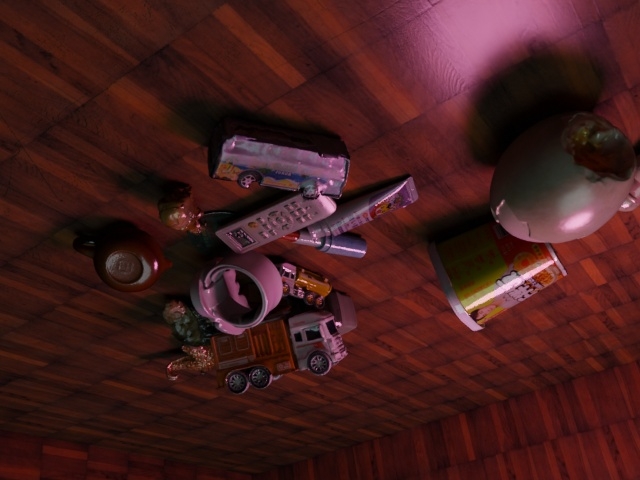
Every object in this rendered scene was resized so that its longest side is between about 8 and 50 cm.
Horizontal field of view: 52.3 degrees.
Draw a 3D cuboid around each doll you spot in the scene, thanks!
[{"bbox_3d":[0.845,-0.162,1.682,0.155,0.113,0.275,21,139,-33],"label":"doll"}]

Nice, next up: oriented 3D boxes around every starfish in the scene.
[{"bbox_3d":[-0.392,0.431,2.356,0.303,0.113,0.312,10,141,-26],"label":"starfish"}]

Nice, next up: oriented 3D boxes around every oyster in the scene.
[{"bbox_3d":[-0.373,0.282,2.073,0.295,0.094,0.166,20,132,-19],"label":"oyster"}]

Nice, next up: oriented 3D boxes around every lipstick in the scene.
[{"bbox_3d":[0.000,0.000,1.794,0.274,0.061,0.068,11,167,-30],"label":"lipstick"}]

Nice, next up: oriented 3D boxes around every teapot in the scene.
[{"bbox_3d":[-0.514,0.038,1.699,0.252,0.135,0.178,18,108,-7],"label":"teapot"}]

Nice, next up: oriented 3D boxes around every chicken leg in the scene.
[{"bbox_3d":[-0.332,-0.067,1.599,0.085,0.101,0.207,-10,164,8],"label":"chicken leg"}]

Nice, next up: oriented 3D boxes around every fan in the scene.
[{"bbox_3d":[-0.226,-0.032,1.747,0.294,0.012,0.223,-24,144,24],"label":"fan"}]

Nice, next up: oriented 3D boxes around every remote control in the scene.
[{"bbox_3d":[-0.116,-0.061,1.680,0.313,0.055,0.109,-23,135,22],"label":"remote control"}]

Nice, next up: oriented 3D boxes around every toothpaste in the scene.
[{"bbox_3d":[0.110,-0.079,1.702,0.299,0.073,0.114,-22,147,7],"label":"toothpaste"}]

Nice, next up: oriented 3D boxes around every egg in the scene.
[{"bbox_3d":[0.543,-0.128,1.515,0.279,0.278,0.336,5,147,-20],"label":"egg"}]

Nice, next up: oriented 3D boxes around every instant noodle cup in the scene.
[{"bbox_3d":[0.508,0.069,1.858,0.308,0.293,0.294,-29,143,19],"label":"instant noodle cup"}]

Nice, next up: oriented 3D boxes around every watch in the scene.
[{"bbox_3d":[-0.213,0.147,1.828,0.231,0.196,0.244,-14,107,26],"label":"watch"}]

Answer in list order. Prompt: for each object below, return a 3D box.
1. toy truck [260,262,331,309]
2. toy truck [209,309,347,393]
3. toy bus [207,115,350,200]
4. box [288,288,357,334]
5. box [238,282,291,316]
[{"bbox_3d":[-0.072,0.135,1.953,0.098,0.114,0.227,-9,155,45],"label":"toy truck"},{"bbox_3d":[-0.128,0.320,1.964,0.388,0.206,0.173,-15,176,11],"label":"toy truck"},{"bbox_3d":[-0.086,-0.182,1.456,0.317,0.112,0.138,6,135,-23],"label":"toy bus"},{"bbox_3d":[0.006,0.255,2.132,0.210,0.147,0.129,-29,151,33],"label":"box"},{"bbox_3d":[-0.206,0.228,2.110,0.152,0.070,0.237,10,142,-25],"label":"box"}]
